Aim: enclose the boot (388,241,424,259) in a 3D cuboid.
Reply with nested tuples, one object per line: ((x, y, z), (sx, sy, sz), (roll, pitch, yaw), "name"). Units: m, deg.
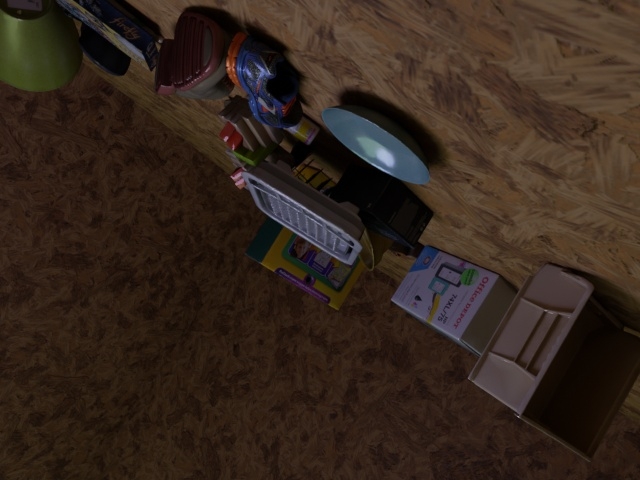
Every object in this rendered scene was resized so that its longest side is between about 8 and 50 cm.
((0.221, 0.007, 1.499), (0.197, 0.073, 0.152), (31, 174, -12), "boot")

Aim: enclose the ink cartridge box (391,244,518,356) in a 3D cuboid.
((0.385, 0.173, 1.331), (0.197, 0.198, 0.270), (36, 175, -35), "ink cartridge box")

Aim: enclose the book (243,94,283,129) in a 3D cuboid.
((-0.103, -0.270, 1.018), (0.096, 0.035, 0.144), (33, 175, -32), "book")

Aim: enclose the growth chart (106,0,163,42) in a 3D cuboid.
((-0.456, -0.500, 1.087), (0.172, 0.021, 0.237), (36, 176, -32), "growth chart")

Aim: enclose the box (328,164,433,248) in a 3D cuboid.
((0.131, -0.075, 1.036), (0.158, 0.093, 0.156), (35, 176, -36), "box")

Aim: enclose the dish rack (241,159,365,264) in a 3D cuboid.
((-0.024, -0.062, 1.066), (0.285, 0.072, 0.333), (31, 170, 5), "dish rack")

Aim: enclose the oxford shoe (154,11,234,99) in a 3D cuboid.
((-0.201, -0.316, 0.851), (0.130, 0.123, 0.348), (5, -169, -30), "oxford shoe")

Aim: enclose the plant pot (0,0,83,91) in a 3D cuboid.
((-0.786, -0.587, 1.282), (0.274, 0.275, 0.293), (34, 160, -21), "plant pot")

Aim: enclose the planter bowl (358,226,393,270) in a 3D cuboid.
((0.137, -0.037, 1.250), (0.217, 0.090, 0.217), (161, 90, -83), "planter bowl")

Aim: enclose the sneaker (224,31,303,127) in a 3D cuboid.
((-0.071, -0.237, 0.767), (0.087, 0.083, 0.221), (24, 177, 20), "sneaker")

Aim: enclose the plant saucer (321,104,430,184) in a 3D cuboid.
((0.092, -0.155, 0.731), (0.195, 0.037, 0.195), (34, 177, 2), "plant saucer")

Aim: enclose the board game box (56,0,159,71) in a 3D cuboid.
((-0.463, -0.472, 1.015), (0.243, 0.042, 0.165), (36, 176, -14), "board game box")

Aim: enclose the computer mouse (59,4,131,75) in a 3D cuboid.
((-0.533, -0.503, 1.179), (0.188, 0.072, 0.272), (32, -160, -47), "computer mouse")

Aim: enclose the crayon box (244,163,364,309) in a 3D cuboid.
((0.000, 0.000, 1.470), (0.363, 0.313, 0.106), (36, 172, -40), "crayon box")

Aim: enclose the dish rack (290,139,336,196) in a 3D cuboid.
((0.006, -0.125, 1.235), (0.271, 0.074, 0.208), (46, 176, -8), "dish rack")

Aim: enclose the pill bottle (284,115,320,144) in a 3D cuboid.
((-0.045, -0.227, 0.938), (0.083, 0.043, 0.043), (34, 177, -9), "pill bottle")

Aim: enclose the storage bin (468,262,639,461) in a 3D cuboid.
((0.442, 0.217, 0.865), (0.262, 0.260, 0.123), (35, 175, -30), "storage bin")

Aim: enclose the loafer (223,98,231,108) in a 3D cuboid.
((-0.183, -0.297, 1.187), (0.148, 0.050, 0.056), (33, 177, 1), "loafer")

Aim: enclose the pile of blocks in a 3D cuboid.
((-0.147, -0.172, 1.092), (0.149, 0.113, 0.362), (39, 167, 14), "pile of blocks")
